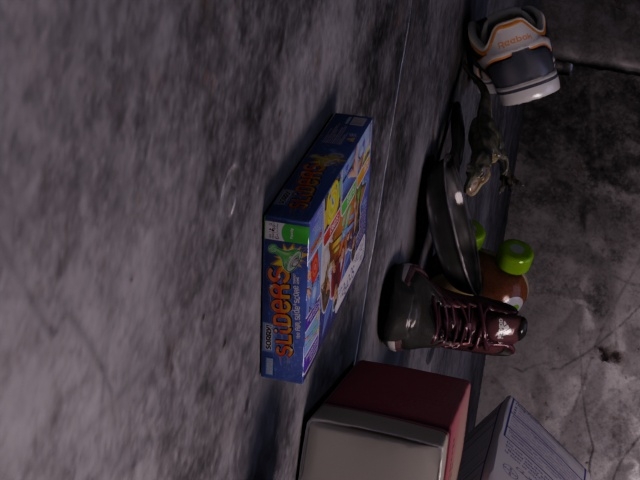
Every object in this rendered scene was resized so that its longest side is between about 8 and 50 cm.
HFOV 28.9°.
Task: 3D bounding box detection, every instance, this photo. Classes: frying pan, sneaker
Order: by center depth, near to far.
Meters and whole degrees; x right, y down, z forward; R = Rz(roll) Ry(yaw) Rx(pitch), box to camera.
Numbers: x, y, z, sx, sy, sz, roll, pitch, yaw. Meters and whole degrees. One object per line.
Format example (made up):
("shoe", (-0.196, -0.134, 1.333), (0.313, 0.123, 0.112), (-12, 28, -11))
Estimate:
("sneaker", (0.172, 0.092, 1.527), (0.281, 0.163, 0.106), (12, 87, -78))
("frying pan", (0.172, -0.077, 1.674), (0.197, 0.053, 0.326), (48, 32, -64))
("sneaker", (0.284, -0.286, 1.850), (0.321, 0.126, 0.127), (-98, 168, -78))

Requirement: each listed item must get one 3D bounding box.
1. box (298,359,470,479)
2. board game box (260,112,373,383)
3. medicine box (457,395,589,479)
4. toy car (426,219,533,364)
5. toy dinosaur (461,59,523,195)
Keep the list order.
("box", (0.064, 0.220, 1.201), (0.232, 0.127, 0.148), (-34, 132, -75))
("board game box", (0.000, 0.000, 0.965), (0.201, 0.035, 0.136), (-60, 155, -60))
("medicine box", (0.167, 0.358, 1.442), (0.263, 0.149, 0.289), (-46, 179, 20))
("toy car", (0.202, 0.091, 1.763), (0.188, 0.149, 0.155), (-50, 159, -47))
("toy dinosaur", (0.235, -0.138, 1.752), (0.268, 0.064, 0.118), (-87, 155, -48))
